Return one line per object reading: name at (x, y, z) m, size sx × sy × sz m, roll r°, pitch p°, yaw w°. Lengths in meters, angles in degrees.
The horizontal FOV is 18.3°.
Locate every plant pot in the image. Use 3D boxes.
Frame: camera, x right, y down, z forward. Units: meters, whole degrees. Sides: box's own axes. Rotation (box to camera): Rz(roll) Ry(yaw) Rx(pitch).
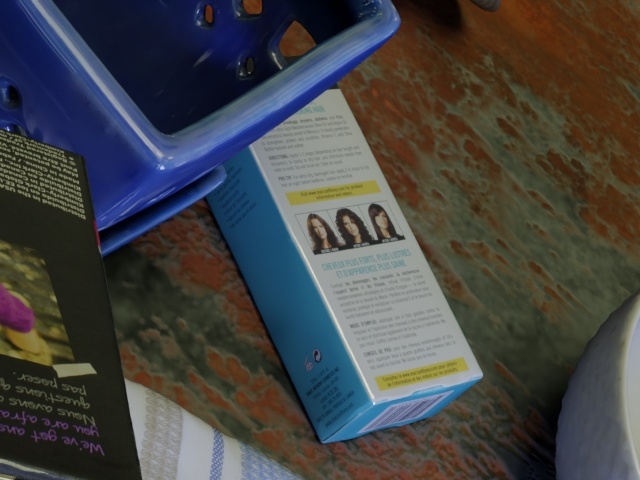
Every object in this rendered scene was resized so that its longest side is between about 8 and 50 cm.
plant pot at (-0.137, -0.115, 1.113) m, size 0.236 × 0.212 × 0.236 m, roll 50°, pitch 43°, yaw 5°

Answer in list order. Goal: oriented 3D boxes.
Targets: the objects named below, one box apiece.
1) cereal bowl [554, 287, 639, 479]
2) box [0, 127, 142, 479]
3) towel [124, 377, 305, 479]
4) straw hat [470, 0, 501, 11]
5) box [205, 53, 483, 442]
cereal bowl at (0.280, 0.186, 1.275) m, size 0.339 × 0.141 × 0.339 m, roll 21°, pitch 48°, yaw -25°
box at (-0.181, 0.069, 0.840) m, size 0.143 × 0.165 × 0.270 m, roll 19°, pitch 26°, yaw -22°
towel at (-0.048, 0.176, 1.002) m, size 0.285 × 0.034 × 0.209 m, roll 35°, pitch 35°, yaw -32°
straw hat at (0.065, -0.212, 1.452) m, size 0.061 × 0.144 × 0.144 m, roll -33°, pitch 81°, yaw -9°
box at (0.000, 0.000, 1.248) m, size 0.100 × 0.060 × 0.244 m, roll -9°, pitch 66°, yaw -42°
